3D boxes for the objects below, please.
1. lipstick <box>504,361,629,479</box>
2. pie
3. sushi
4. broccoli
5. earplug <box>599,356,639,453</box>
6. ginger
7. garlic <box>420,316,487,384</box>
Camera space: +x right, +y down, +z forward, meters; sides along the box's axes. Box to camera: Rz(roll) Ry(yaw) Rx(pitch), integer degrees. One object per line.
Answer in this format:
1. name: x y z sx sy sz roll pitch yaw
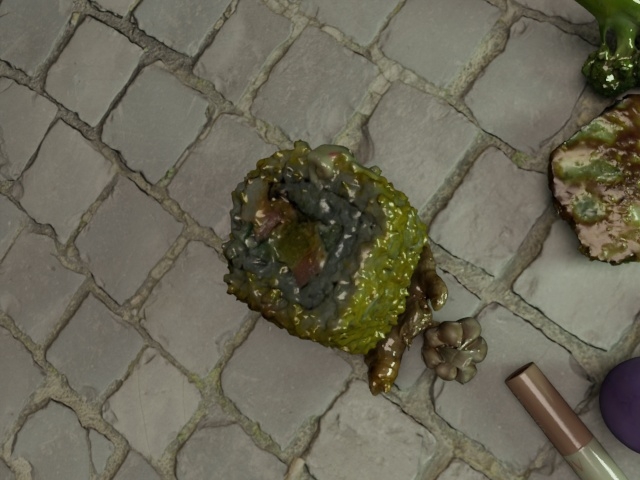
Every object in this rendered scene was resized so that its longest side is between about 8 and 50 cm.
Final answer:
1. lipstick: 0.457 0.354 0.959 0.070 0.070 0.254 -38 75 6
2. pie: 0.602 -0.115 0.975 0.355 0.103 0.288 -40 75 1
3. sushi: 0.000 0.000 0.999 0.396 0.240 0.351 25 92 37
4. broccoli: 0.609 -0.413 0.986 0.302 0.186 0.254 8 124 15
5. earplug: 0.715 0.274 0.842 0.456 0.215 0.215 -6 81 16
6. ginger: 0.171 0.151 1.032 0.166 0.080 0.333 22 81 56
7. garlic: 0.262 0.206 0.975 0.127 0.194 0.131 12 82 2
